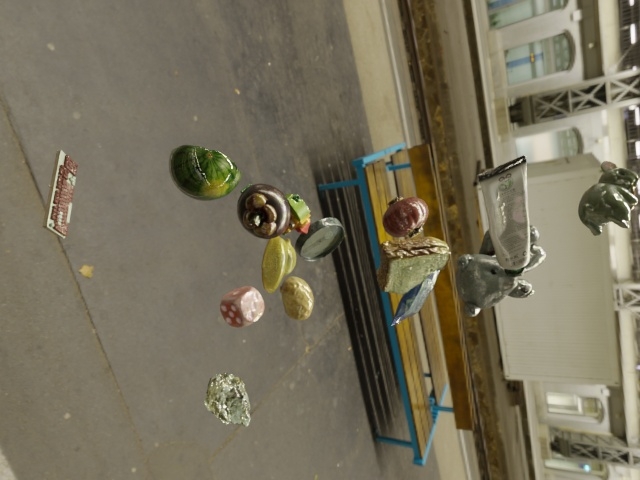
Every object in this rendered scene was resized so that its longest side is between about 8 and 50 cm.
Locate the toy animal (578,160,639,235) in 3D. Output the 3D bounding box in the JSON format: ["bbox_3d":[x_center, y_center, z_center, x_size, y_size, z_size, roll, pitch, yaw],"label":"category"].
[{"bbox_3d":[0.809,-0.143,1.117,0.251,0.125,0.127,-59,135,-23],"label":"toy animal"}]

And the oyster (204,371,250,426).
[{"bbox_3d":[-0.252,0.442,1.121,0.177,0.064,0.124,43,58,-39],"label":"oyster"}]

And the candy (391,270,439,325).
[{"bbox_3d":[0.419,0.225,1.740,0.187,0.077,0.331,6,114,-58],"label":"candy"}]

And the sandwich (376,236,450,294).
[{"bbox_3d":[0.135,0.036,0.586,0.093,0.105,0.035,86,-9,-45],"label":"sandwich"}]

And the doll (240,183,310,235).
[{"bbox_3d":[-0.107,-0.074,1.028,0.106,0.186,0.134,-44,128,-36],"label":"doll"}]

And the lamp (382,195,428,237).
[{"bbox_3d":[0.178,-0.049,0.848,0.090,0.101,0.101,56,28,10],"label":"lamp"}]

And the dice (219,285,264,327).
[{"bbox_3d":[-0.224,0.189,1.151,0.093,0.094,0.091,-34,111,-50],"label":"dice"}]

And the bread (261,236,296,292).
[{"bbox_3d":[-0.121,0.078,1.269,0.149,0.065,0.187,40,57,-58],"label":"bread"}]

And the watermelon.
[{"bbox_3d":[-0.345,-0.180,1.164,0.204,0.232,0.127,25,69,-31],"label":"watermelon"}]

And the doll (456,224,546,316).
[{"bbox_3d":[0.567,0.079,1.229,0.158,0.341,0.245,-150,-144,-78],"label":"doll"}]

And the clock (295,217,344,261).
[{"bbox_3d":[0.000,0.000,1.620,0.042,0.215,0.215,54,15,31],"label":"clock"}]

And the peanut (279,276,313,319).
[{"bbox_3d":[-0.082,0.206,1.423,0.140,0.109,0.159,-158,-126,-80],"label":"peanut"}]

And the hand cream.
[{"bbox_3d":[0.486,-0.047,1.036,0.076,0.121,0.335,-115,-178,-60],"label":"hand cream"}]

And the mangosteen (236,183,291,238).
[{"bbox_3d":[-0.129,-0.061,0.902,0.140,0.140,0.140,18,69,-58],"label":"mangosteen"}]

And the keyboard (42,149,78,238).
[{"bbox_3d":[-0.483,-0.089,0.752,0.055,0.017,0.165,76,6,-65],"label":"keyboard"}]
